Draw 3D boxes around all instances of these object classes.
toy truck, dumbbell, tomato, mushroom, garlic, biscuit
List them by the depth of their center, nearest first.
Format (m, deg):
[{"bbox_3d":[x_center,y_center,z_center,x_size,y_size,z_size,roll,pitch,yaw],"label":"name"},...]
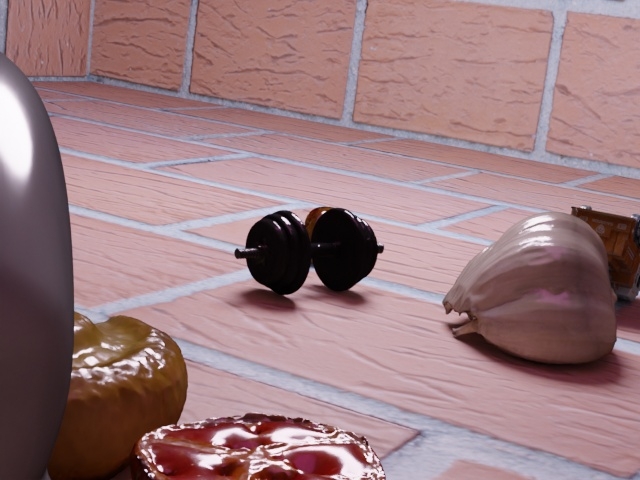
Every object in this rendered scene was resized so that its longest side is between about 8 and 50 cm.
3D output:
[{"bbox_3d":[-0.036,0.157,0.668,0.156,0.069,0.155,3,11,-1],"label":"tomato"},{"bbox_3d":[-0.220,0.099,0.790,0.274,0.091,0.213,4,10,-25],"label":"biscuit"},{"bbox_3d":[0.234,0.043,1.216,0.178,0.142,0.229,7,20,-9],"label":"garlic"},{"bbox_3d":[-0.009,0.012,1.306,0.208,0.099,0.099,-2,15,-38],"label":"dumbbell"},{"bbox_3d":[0.361,0.032,1.423,0.080,0.115,0.178,13,-10,28],"label":"toy truck"},{"bbox_3d":[0.000,-0.008,1.484,0.130,0.072,0.088,8,45,20],"label":"mushroom"}]

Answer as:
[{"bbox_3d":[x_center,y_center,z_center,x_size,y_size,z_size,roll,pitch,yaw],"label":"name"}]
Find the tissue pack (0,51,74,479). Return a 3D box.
[{"bbox_3d":[-0.242,0.015,0.590,0.236,0.229,0.333,12,27,-23],"label":"tissue pack"}]
